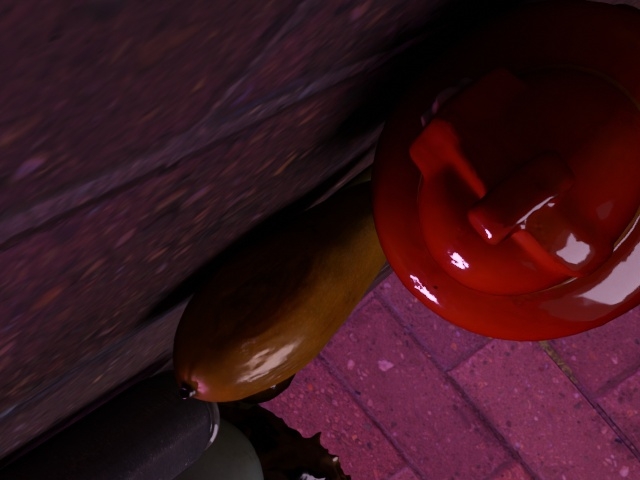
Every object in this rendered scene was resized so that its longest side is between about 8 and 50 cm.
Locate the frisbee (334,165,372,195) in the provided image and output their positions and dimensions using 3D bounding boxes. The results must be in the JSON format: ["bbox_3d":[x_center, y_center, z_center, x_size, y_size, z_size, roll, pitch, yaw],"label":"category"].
[{"bbox_3d":[0.000,0.000,0.966,0.236,0.017,0.236,-39,175,-4],"label":"frisbee"}]

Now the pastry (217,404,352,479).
[{"bbox_3d":[-0.146,0.347,1.365,0.337,0.292,0.405,-51,-177,-29],"label":"pastry"}]

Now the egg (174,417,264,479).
[{"bbox_3d":[-0.146,0.234,1.073,0.231,0.168,0.168,-44,175,5],"label":"egg"}]

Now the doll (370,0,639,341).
[{"bbox_3d":[0.115,-0.035,0.667,0.183,0.160,0.363,-40,175,16],"label":"doll"}]

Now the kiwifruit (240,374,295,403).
[{"bbox_3d":[-0.062,0.130,1.357,0.075,0.075,0.124,-41,179,8],"label":"kiwifruit"}]

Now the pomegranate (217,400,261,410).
[{"bbox_3d":[-0.133,0.243,1.693,0.129,0.129,0.159,-39,-141,-9],"label":"pomegranate"}]

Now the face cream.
[{"bbox_3d":[-0.147,0.153,0.888,0.073,0.073,0.283,-43,175,26],"label":"face cream"}]

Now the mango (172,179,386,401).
[{"bbox_3d":[-0.018,0.028,0.762,0.190,0.075,0.098,-45,-175,-36],"label":"mango"}]
